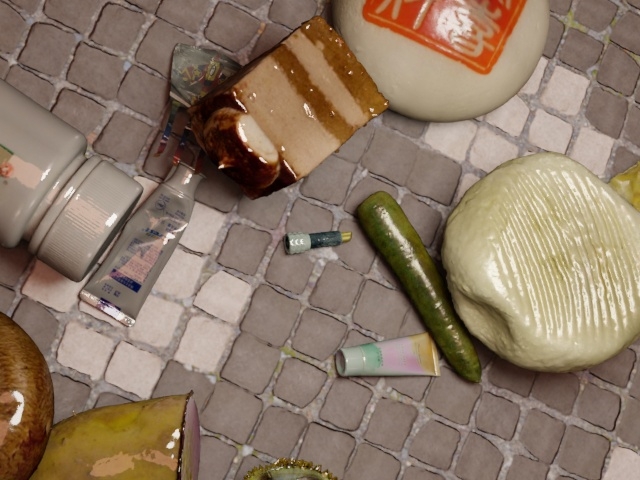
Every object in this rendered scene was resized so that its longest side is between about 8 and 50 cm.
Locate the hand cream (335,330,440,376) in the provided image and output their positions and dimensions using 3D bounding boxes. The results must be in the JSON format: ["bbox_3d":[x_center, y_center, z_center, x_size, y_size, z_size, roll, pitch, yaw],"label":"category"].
[{"bbox_3d":[0.113,0.190,1.799,0.174,0.047,0.076,-2,76,-22],"label":"hand cream"}]

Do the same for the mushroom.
[{"bbox_3d":[-0.517,0.244,1.516,0.345,0.239,0.345,-3,56,4],"label":"mushroom"}]

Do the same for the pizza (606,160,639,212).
[{"bbox_3d":[0.619,-0.070,1.938,0.188,0.080,0.204,-25,88,-15],"label":"pizza"}]

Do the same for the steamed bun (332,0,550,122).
[{"bbox_3d":[0.208,-0.384,1.815,0.374,0.241,0.374,1,83,-11],"label":"steamed bun"}]

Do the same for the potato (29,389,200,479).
[{"bbox_3d":[-0.313,0.339,1.592,0.266,0.229,0.229,-1,81,-2],"label":"potato"}]

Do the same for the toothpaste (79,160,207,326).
[{"bbox_3d":[-0.271,-0.001,1.738,0.096,0.061,0.266,31,82,-8],"label":"toothpaste"}]

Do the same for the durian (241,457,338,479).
[{"bbox_3d":[-0.045,0.449,1.667,0.193,0.138,0.237,3,79,-18],"label":"durian"}]

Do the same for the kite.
[{"bbox_3d":[-0.197,-0.214,1.774,0.141,0.015,0.245,19,58,-5],"label":"kite"}]

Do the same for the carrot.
[{"bbox_3d":[0.171,0.080,1.813,0.074,0.074,0.358,-31,89,-16],"label":"carrot"}]

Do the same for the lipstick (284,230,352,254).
[{"bbox_3d":[0.000,0.000,1.806,0.116,0.037,0.037,-6,82,-18],"label":"lipstick"}]

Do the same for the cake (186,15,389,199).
[{"bbox_3d":[-0.071,-0.180,1.701,0.293,0.199,0.196,-44,105,-29],"label":"cake"}]

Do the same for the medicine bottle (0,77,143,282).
[{"bbox_3d":[-0.449,-0.100,1.626,0.340,0.208,0.208,35,75,-5],"label":"medicine bottle"}]

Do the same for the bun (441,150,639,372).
[{"bbox_3d":[0.365,0.039,1.783,0.352,0.227,0.349,-14,84,-12],"label":"bun"}]
